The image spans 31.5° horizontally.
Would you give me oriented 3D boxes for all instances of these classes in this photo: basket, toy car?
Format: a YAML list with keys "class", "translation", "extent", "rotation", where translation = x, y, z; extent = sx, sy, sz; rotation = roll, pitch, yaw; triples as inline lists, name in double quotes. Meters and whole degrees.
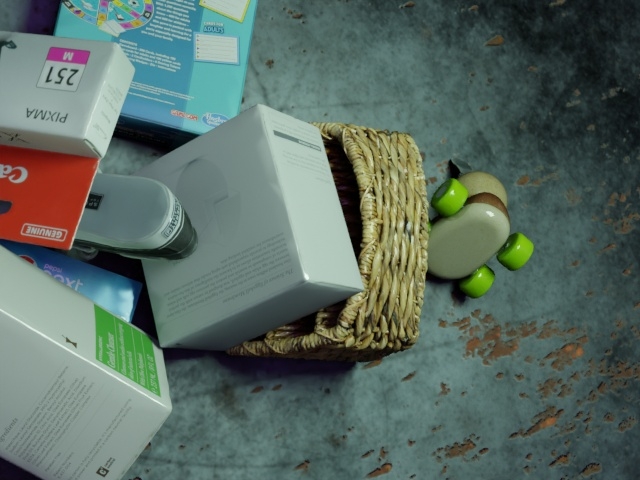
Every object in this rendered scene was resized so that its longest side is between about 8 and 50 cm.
- class: "basket"
  translation: [0.000, 0.000, 1.460]
  extent: [0.223, 0.213, 0.299]
  rotation: [7, 75, -23]
- class: "toy car"
  translation: [0.214, -0.043, 1.640]
  extent: [0.155, 0.149, 0.188]
  rotation: [38, 37, -15]

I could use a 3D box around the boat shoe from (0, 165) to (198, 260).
- class: "boat shoe"
  translation: [-0.283, -0.040, 1.356]
  extent: [0.306, 0.105, 0.113]
  rotation: [8, 68, 24]

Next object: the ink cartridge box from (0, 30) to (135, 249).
- class: "ink cartridge box"
  translation: [-0.380, -0.127, 1.322]
  extent: [0.275, 0.060, 0.239]
  rotation: [9, 69, 18]

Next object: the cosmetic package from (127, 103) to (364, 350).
- class: "cosmetic package"
  translation: [-0.095, -0.007, 1.378]
  extent: [0.138, 0.224, 0.225]
  rotation: [15, 56, -56]

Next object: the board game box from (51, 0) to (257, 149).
- class: "board game box"
  translation: [-0.216, -0.299, 1.501]
  extent: [0.253, 0.079, 0.336]
  rotation: [13, 72, -16]

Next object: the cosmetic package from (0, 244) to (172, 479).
- class: "cosmetic package"
  translation: [-0.359, 0.113, 1.240]
  extent: [0.365, 0.197, 0.155]
  rotation: [35, 98, -22]

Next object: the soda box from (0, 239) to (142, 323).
- class: "soda box"
  translation: [-0.330, 0.054, 1.380]
  extent: [0.210, 0.067, 0.071]
  rotation: [22, 69, -18]
